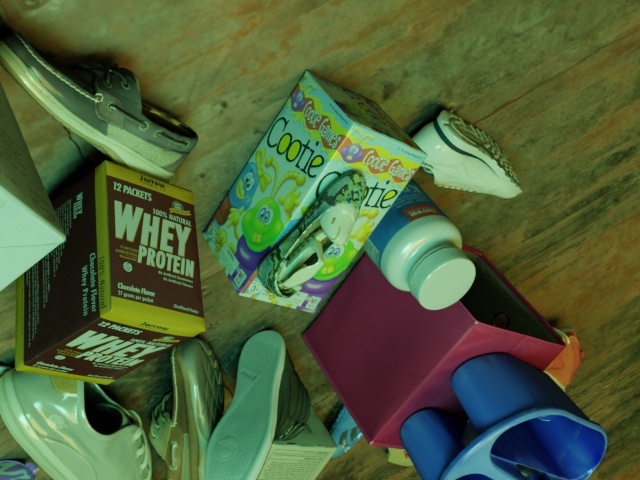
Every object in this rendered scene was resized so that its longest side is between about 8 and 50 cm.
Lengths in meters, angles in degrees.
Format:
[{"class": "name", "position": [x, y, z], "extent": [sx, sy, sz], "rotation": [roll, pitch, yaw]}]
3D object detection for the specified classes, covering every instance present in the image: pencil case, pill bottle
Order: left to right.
[{"class": "pencil case", "position": [-0.479, 0.422, 1.429], "extent": [0.088, 0.086, 0.206], "rotation": [-27, 145, -46]}, {"class": "pill bottle", "position": [0.125, -0.006, 1.342], "extent": [0.124, 0.221, 0.124], "rotation": [-19, 135, -20]}]

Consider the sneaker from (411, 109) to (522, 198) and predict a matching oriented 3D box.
[{"class": "sneaker", "position": [0.219, -0.115, 1.424], "extent": [0.095, 0.090, 0.235], "rotation": [-40, 136, 23]}]

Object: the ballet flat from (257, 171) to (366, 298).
[{"class": "ballet flat", "position": [0.000, 0.000, 1.168], "extent": [0.188, 0.070, 0.070], "rotation": [-49, 137, 13]}]

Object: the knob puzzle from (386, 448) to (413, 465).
[{"class": "knob puzzle", "position": [0.212, 0.386, 1.891], "extent": [0.213, 0.030, 0.213], "rotation": [-19, 134, -20]}]

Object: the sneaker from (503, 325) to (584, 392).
[{"class": "sneaker", "position": [0.437, 0.209, 1.846], "extent": [0.136, 0.116, 0.314], "rotation": [-50, 144, 0]}]

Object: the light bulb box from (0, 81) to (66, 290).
[{"class": "light bulb box", "position": [-0.463, -0.052, 0.807], "extent": [0.358, 0.361, 0.225], "rotation": [-38, 136, 1]}]

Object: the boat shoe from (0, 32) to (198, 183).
[{"class": "boat shoe", "position": [-0.244, -0.157, 1.059], "extent": [0.092, 0.103, 0.285], "rotation": [-46, 141, 3]}]

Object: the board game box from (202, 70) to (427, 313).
[{"class": "board game box", "position": [-0.014, -0.060, 1.260], "extent": [0.142, 0.144, 0.275], "rotation": [18, 115, -41]}]

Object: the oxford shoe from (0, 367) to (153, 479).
[{"class": "oxford shoe", "position": [-0.308, 0.321, 1.391], "extent": [0.130, 0.169, 0.449], "rotation": [-30, 133, -4]}]

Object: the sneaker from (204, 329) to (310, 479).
[{"class": "sneaker", "position": [-0.084, 0.297, 1.436], "extent": [0.105, 0.295, 0.147], "rotation": [-8, 135, 24]}]

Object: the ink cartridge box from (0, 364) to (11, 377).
[{"class": "ink cartridge box", "position": [-0.586, 0.223, 1.192], "extent": [0.296, 0.066, 0.261], "rotation": [-40, 163, 4]}]

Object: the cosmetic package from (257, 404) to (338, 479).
[{"class": "cosmetic package", "position": [-0.125, 0.431, 1.647], "extent": [0.160, 0.113, 0.309], "rotation": [16, 117, -42]}]

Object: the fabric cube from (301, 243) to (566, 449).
[{"class": "fabric cube", "position": [0.179, 0.162, 1.504], "extent": [0.259, 0.254, 0.258], "rotation": [18, 115, -43]}]

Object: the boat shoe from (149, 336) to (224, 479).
[{"class": "boat shoe", "position": [-0.212, 0.296, 1.463], "extent": [0.116, 0.123, 0.324], "rotation": [1, 117, 8]}]

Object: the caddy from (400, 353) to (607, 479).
[{"class": "caddy", "position": [0.283, 0.320, 1.395], "extent": [0.241, 0.179, 0.341], "rotation": [-49, 136, 14]}]

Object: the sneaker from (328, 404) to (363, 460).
[{"class": "sneaker", "position": [0.055, 0.324, 1.718], "extent": [0.209, 0.069, 0.082], "rotation": [-40, 106, 16]}]

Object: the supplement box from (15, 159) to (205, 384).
[{"class": "supplement box", "position": [-0.253, 0.044, 1.109], "extent": [0.194, 0.191, 0.129], "rotation": [-30, 146, 35]}]
